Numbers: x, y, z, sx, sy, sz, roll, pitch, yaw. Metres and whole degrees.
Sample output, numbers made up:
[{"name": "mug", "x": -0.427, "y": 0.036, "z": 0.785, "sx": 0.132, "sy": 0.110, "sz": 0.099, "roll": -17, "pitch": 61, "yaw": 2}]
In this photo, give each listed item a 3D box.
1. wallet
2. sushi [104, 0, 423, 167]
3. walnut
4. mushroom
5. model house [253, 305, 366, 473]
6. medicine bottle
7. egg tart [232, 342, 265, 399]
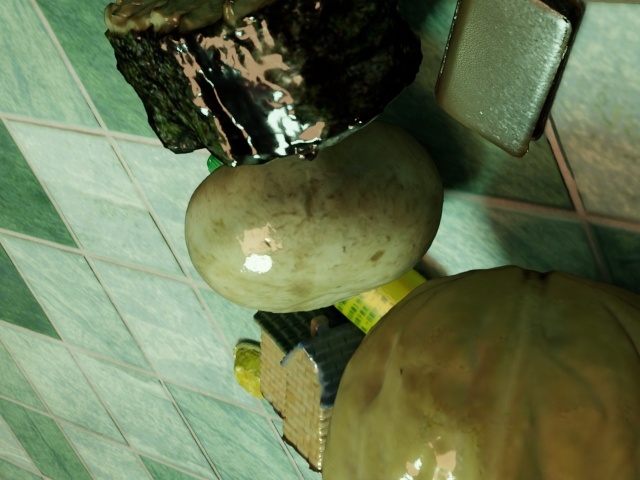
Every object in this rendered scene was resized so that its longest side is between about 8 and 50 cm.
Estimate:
[{"name": "wallet", "x": 0.157, "y": -0.159, "z": 1.366, "sx": 0.110, "sy": 0.031, "sz": 0.198, "roll": 36, "pitch": 151, "yaw": 15}, {"name": "sushi", "x": -0.066, "y": -0.181, "z": 1.449, "sx": 0.350, "sy": 0.211, "sz": 0.171, "roll": 15, "pitch": 140, "yaw": 57}, {"name": "walnut", "x": 0.180, "y": 0.200, "z": 1.484, "sx": 0.381, "sy": 0.381, "sz": 0.381, "roll": 33, "pitch": 150, "yaw": 22}, {"name": "mushroom", "x": 0.002, "y": -0.048, "z": 1.519, "sx": 0.189, "sy": 0.253, "sz": 0.195, "roll": 142, "pitch": 116, "yaw": -63}, {"name": "model house", "x": 0.017, "y": 0.134, "z": 1.845, "sx": 0.183, "sy": 0.166, "sz": 0.172, "roll": 38, "pitch": 140, "yaw": 46}, {"name": "medicine bottle", "x": 0.000, "y": 0.000, "z": 1.746, "sx": 0.309, "sy": 0.076, "sz": 0.111, "roll": 41, "pitch": 137, "yaw": 8}, {"name": "egg tart", "x": -0.083, "y": 0.180, "z": 2.146, "sx": 0.105, "sy": 0.039, "sz": 0.105, "roll": 33, "pitch": 148, "yaw": 23}]
